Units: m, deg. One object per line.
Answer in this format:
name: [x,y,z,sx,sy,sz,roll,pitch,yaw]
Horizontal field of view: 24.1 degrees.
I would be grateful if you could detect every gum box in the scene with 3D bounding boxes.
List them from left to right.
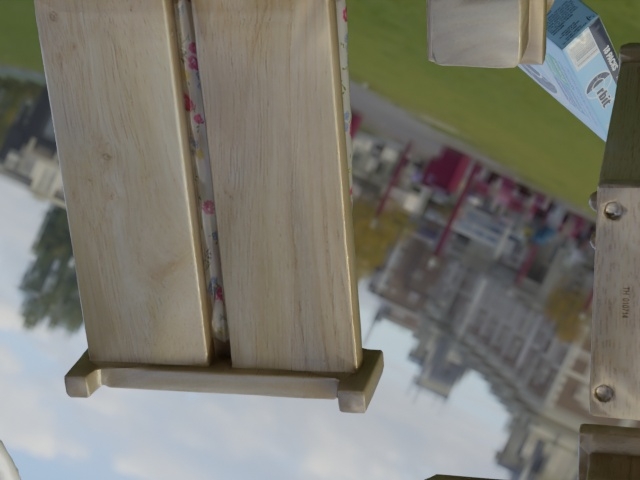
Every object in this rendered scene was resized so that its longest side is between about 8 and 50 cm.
gum box: [0.170,-0.174,1.208,0.184,0.041,0.157,49,-178,35]

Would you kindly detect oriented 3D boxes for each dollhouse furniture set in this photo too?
dollhouse furniture set: [0.000,0.000,0.702,0.356,0.303,0.174,3,-156,14]

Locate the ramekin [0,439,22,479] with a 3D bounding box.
ramekin: [-0.285,0.170,0.705,0.135,0.277,0.277,21,-179,38]
